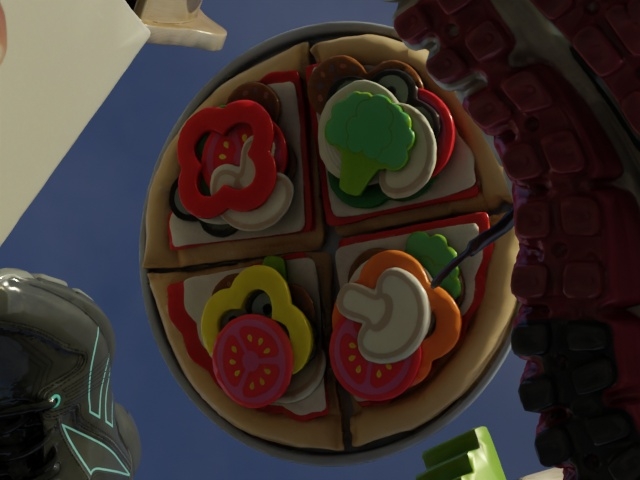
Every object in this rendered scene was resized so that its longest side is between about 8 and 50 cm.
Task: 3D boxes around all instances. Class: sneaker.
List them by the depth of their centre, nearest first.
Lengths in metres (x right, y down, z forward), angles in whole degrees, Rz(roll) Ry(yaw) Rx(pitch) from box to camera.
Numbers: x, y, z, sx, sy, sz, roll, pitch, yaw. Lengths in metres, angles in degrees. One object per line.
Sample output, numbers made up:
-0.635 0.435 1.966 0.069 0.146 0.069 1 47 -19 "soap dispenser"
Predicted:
0.089 -0.055 0.578 0.121 0.112 0.299 -11 -87 27 "sneaker"
-0.159 0.111 1.141 0.101 0.267 0.106 -7 -124 10 "sneaker"

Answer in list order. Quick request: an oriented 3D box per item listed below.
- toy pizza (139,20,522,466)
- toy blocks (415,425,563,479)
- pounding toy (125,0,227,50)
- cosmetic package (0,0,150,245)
0.000 0.000 0.883 0.201 0.032 0.201 -3 -97 27 "toy pizza"
0.033 0.206 1.017 0.381 0.261 0.190 -32 -107 44 "toy blocks"
-0.152 -0.259 1.509 0.269 0.154 0.154 45 -61 55 "pounding toy"
-0.238 -0.038 0.937 0.153 0.129 0.296 22 -109 35 "cosmetic package"
